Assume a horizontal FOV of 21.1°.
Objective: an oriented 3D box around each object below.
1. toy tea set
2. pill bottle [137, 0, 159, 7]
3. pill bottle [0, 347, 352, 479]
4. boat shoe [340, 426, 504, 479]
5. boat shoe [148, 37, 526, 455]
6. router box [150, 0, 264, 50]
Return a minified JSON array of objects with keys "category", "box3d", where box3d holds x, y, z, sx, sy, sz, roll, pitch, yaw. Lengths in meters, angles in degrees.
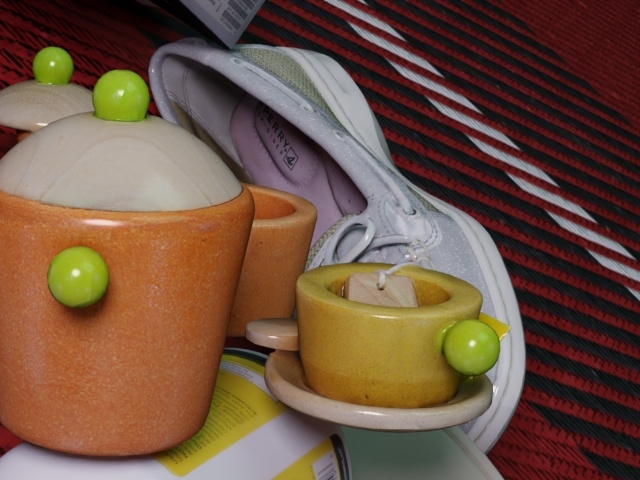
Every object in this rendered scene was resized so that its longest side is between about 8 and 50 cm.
[{"category":"toy tea set","box3d":[-0.078,-0.024,0.685,0.200,0.124,0.336,-5,17,-33]},{"category":"pill bottle","box3d":[-0.124,-0.248,1.088,0.117,0.117,0.215,14,38,-45]},{"category":"pill bottle","box3d":[-0.067,0.110,0.637,0.103,0.103,0.184,47,26,9]},{"category":"boat shoe","box3d":[0.070,0.212,0.712,0.112,0.095,0.335,-18,51,-16]},{"category":"boat shoe","box3d":[0.001,-0.003,0.903,0.103,0.118,0.320,11,35,-35]},{"category":"router box","box3d":[-0.164,-0.231,0.855,0.243,0.081,0.309,34,-1,21]}]
